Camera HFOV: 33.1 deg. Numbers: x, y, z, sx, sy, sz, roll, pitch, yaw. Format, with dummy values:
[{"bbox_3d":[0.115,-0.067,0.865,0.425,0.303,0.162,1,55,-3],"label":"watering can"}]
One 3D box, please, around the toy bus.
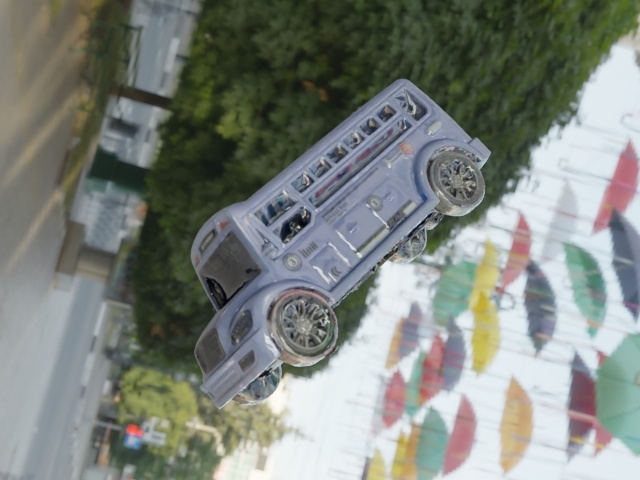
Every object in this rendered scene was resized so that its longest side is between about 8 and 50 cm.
[{"bbox_3d":[0.000,0.000,0.485,0.167,0.076,0.073,-41,178,-34],"label":"toy bus"}]
